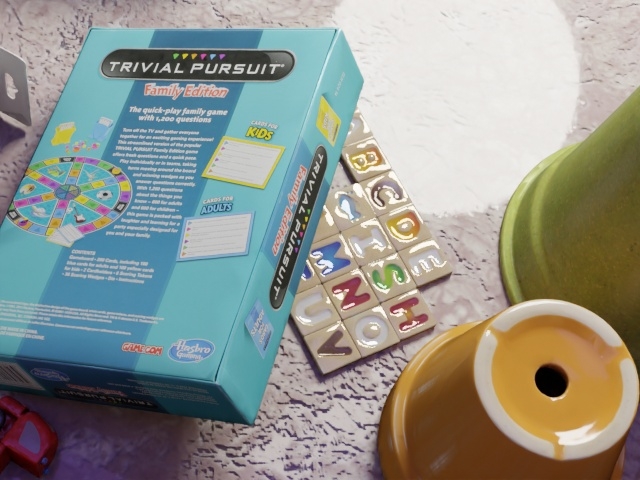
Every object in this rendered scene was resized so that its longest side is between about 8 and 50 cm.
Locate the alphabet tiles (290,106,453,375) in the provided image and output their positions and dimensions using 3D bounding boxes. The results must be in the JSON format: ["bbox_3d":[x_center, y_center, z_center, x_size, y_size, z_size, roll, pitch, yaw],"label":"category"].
[{"bbox_3d":[0.000,0.000,1.162,0.198,0.009,0.237,-22,69,-18],"label":"alphabet tiles"}]

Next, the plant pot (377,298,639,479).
[{"bbox_3d":[0.163,0.140,1.017,0.205,0.188,0.205,4,63,-7],"label":"plant pot"}]

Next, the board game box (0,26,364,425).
[{"bbox_3d":[-0.130,-0.026,1.059,0.253,0.079,0.336,5,60,24],"label":"board game box"}]

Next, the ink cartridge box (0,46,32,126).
[{"bbox_3d":[-0.359,-0.147,1.118,0.198,0.115,0.067,23,62,4],"label":"ink cartridge box"}]

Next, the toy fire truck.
[{"bbox_3d":[-0.250,0.231,0.988,0.135,0.047,0.192,31,63,7],"label":"toy fire truck"}]

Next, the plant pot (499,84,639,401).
[{"bbox_3d":[0.320,-0.031,1.089,0.276,0.254,0.276,3,63,-7],"label":"plant pot"}]
